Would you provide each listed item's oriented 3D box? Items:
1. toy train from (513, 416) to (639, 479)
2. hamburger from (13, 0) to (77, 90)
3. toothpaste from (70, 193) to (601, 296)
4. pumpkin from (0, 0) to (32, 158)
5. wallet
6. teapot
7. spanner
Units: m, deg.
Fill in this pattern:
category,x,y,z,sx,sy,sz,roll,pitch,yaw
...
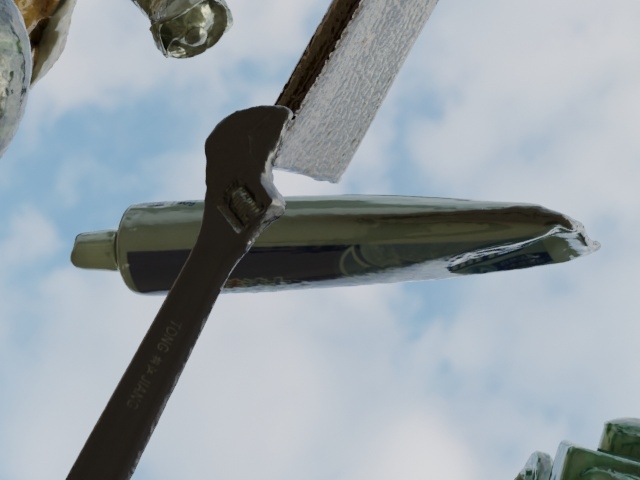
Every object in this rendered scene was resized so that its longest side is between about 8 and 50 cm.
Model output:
category,x,y,z,sx,sy,sz,roll,pitch,yaw
toy train,0.157,0.231,1.060,0.145,0.202,0.266,15,-92,-2
hamburger,-0.362,-0.235,1.690,0.319,0.318,0.158,-54,-139,36
toothpaste,0.000,0.001,0.939,0.268,0.047,0.069,-3,-44,18
pumpkin,-0.255,-0.107,1.172,0.167,0.125,0.167,-15,-115,35
wallet,0.033,-0.154,1.404,0.039,0.133,0.243,37,-73,24
teapot,-0.079,-0.136,1.046,0.057,0.067,0.083,-53,-137,29
spanner,-0.064,0.034,0.815,0.046,0.012,0.209,25,-93,25
